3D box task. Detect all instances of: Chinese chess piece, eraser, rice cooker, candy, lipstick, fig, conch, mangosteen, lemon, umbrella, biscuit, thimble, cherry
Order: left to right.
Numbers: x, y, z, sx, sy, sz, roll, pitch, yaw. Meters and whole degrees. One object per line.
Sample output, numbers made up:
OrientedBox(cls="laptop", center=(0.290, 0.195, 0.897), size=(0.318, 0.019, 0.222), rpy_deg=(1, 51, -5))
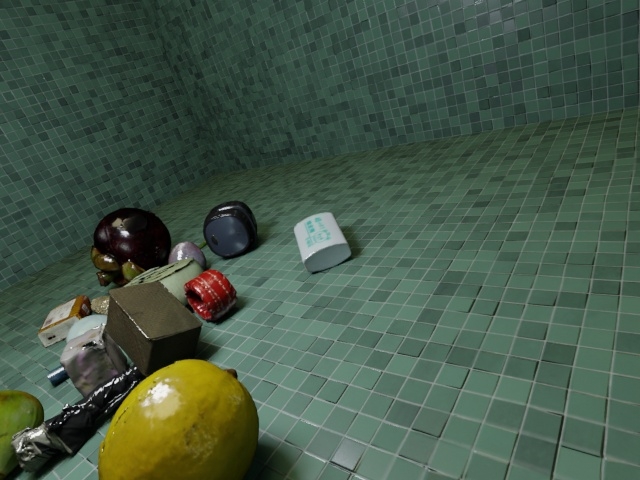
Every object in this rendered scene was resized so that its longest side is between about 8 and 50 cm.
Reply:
OrientedBox(cls="fig", center=(-0.883, 0.521, 1.091), size=(0.207, 0.207, 0.230), rpy_deg=(-20, 22, 0))
OrientedBox(cls="lipstick", center=(-0.861, 0.431, 1.464), size=(0.234, 0.054, 0.053), rpy_deg=(-33, 26, -32))
OrientedBox(cls="umbrella", center=(-0.645, 0.474, 1.119), size=(0.106, 0.113, 0.357), rpy_deg=(7, 33, 44))
OrientedBox(cls="conch", center=(-0.886, 0.360, 1.590), size=(0.184, 0.121, 0.221), rpy_deg=(9, 17, -8))
OrientedBox(cls="candy", center=(-0.707, 0.384, 1.269), size=(0.137, 0.195, 0.184), rpy_deg=(-25, 20, -18))
OrientedBox(cls="biscuit", center=(-0.995, 0.296, 1.852), size=(0.168, 0.071, 0.082), rpy_deg=(0, 22, 43))
OrientedBox(cls="mangosteen", center=(-0.967, 0.028, 2.058), size=(0.380, 0.381, 0.422), rpy_deg=(-13, 37, 16))
OrientedBox(cls="Chinese chess piece", center=(-0.635, 0.192, 1.621), size=(0.349, 0.147, 0.349), rpy_deg=(-20, 12, 5))
OrientedBox(cls="lemon", center=(-0.268, 0.387, 0.783), size=(0.296, 0.297, 0.297), rpy_deg=(-17, 23, 7))
OrientedBox(cls="cherry", center=(-0.624, 0.094, 1.871), size=(0.176, 0.176, 0.140), rpy_deg=(-34, 8, -29))
OrientedBox(cls="thimble", center=(-0.404, 0.197, 1.469), size=(0.189, 0.163, 0.125), rpy_deg=(7, 34, 47))
OrientedBox(cls="rice cooker", center=(-0.433, -0.061, 1.964), size=(0.267, 0.267, 0.224), rpy_deg=(-17, 20, 7))
OrientedBox(cls="eraser", center=(0.000, 0.000, 1.622), size=(0.189, 0.104, 0.290), rpy_deg=(-19, 30, -2))

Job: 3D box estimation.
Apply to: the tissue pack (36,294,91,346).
OrientedBox(cls="tissue pack", center=(-1.144, 0.352, 1.815), size=(0.183, 0.092, 0.226), rpy_deg=(-25, 22, -11))

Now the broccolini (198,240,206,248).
OrientedBox(cls="broccolini", center=(-0.632, -0.017, 2.291), size=(0.054, 0.051, 0.239), rpy_deg=(-3, 35, 23))

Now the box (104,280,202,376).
OrientedBox(cls="box", center=(-0.527, 0.266, 1.259), size=(0.273, 0.143, 0.184), rpy_deg=(31, 23, 31))
